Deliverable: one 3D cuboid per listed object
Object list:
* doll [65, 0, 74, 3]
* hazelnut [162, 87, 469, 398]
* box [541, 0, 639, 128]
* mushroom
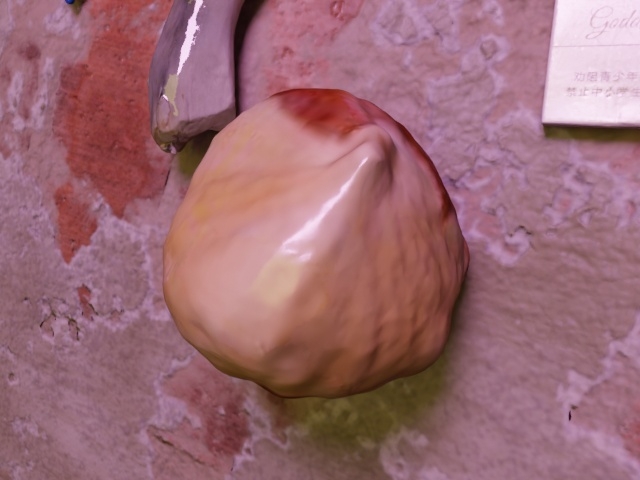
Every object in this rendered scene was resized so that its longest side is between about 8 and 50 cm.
[{"bbox_3d":[-0.314,-0.372,0.690,0.098,0.057,0.143,12,103,25],"label":"doll"},{"bbox_3d":[0.000,0.000,0.437,0.241,0.261,0.261,-37,74,55],"label":"hazelnut"},{"bbox_3d":[0.243,-0.188,0.433,0.109,0.029,0.199,8,97,26],"label":"box"},{"bbox_3d":[-0.112,-0.220,0.575,0.096,0.099,0.278,25,99,18],"label":"mushroom"}]
